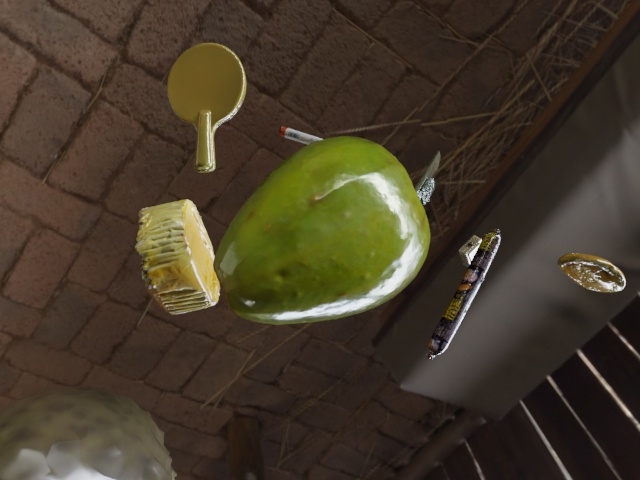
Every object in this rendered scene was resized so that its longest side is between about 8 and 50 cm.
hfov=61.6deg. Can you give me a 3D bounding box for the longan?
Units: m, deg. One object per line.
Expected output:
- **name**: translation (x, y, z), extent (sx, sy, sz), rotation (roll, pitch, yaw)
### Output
- **longan**: translation (-0.391, 0.421, 0.813), extent (0.391, 0.391, 0.391), rotation (-6, 123, -9)

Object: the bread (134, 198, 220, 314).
- **bread**: translation (-0.309, 0.041, 1.154), extent (0.133, 0.179, 0.250), rotation (-10, 130, 6)

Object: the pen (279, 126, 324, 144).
- **pen**: translation (0.006, -0.236, 1.315), extent (0.239, 0.028, 0.028), rotation (21, 122, 19)

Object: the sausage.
- **sausage**: translation (0.186, 0.066, 0.691), extent (0.198, 0.028, 0.025), rotation (-58, 146, -13)

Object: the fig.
- **fig**: translation (0.000, 0.000, 0.776), extent (0.326, 0.258, 0.258), rotation (-35, 126, -20)

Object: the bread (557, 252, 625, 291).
- **bread**: translation (0.457, 0.055, 0.908), extent (0.110, 0.110, 0.024), rotation (44, 72, -31)

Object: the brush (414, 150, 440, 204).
- **brush**: translation (0.199, -0.113, 0.965), extent (0.027, 0.190, 0.034), rotation (9, 123, 21)

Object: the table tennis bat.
- **table tennis bat**: translation (-0.279, -0.323, 1.301), extent (0.198, 0.050, 0.321), rotation (-1, 85, 8)

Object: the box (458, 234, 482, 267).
- **box**: translation (0.499, 0.037, 1.765), extent (0.079, 0.035, 0.083), rotation (-41, 131, -12)
